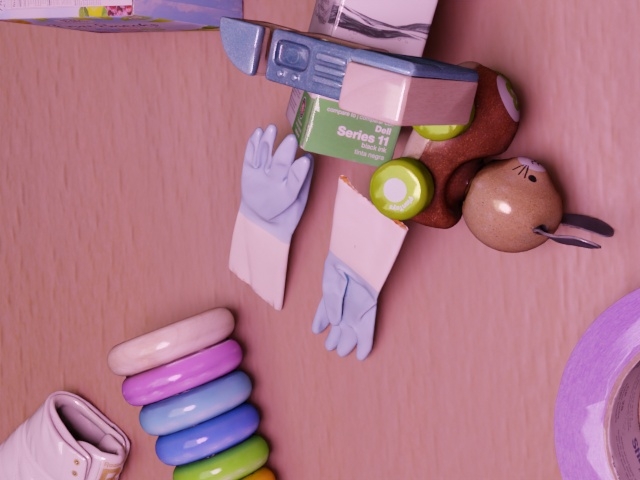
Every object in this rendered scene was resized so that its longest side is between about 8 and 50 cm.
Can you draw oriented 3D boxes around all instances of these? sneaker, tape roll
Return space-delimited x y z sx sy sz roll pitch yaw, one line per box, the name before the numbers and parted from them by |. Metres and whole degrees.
sneaker | -0.272 0.319 1.276 0.169 0.108 0.292 -47 70 31
tape roll | 0.332 0.155 0.879 0.274 0.090 0.275 4 97 33

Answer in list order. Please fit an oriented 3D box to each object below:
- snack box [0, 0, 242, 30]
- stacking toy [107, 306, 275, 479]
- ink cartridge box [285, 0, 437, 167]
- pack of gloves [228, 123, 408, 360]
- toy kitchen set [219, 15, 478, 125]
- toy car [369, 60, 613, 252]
snack box | -0.212 -0.254 1.132 0.207 0.174 0.070 5 97 32
stacking toy | -0.106 0.245 1.153 0.141 0.141 0.330 -21 88 33
ink cartridge box | 0.040 -0.187 0.984 0.087 0.153 0.208 13 107 -10
pack of gloves | 0.000 0.000 1.076 0.195 0.046 0.232 39 143 22
toy kitchen set | 0.016 -0.191 0.829 0.207 0.122 0.166 19 105 27
toy car | 0.164 -0.051 0.935 0.188 0.155 0.149 32 112 16
